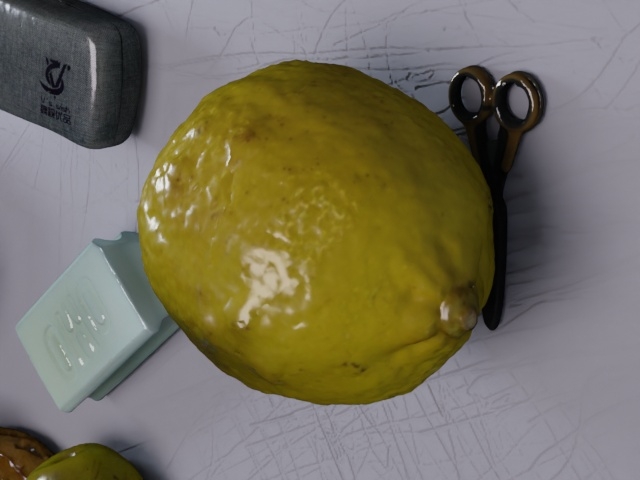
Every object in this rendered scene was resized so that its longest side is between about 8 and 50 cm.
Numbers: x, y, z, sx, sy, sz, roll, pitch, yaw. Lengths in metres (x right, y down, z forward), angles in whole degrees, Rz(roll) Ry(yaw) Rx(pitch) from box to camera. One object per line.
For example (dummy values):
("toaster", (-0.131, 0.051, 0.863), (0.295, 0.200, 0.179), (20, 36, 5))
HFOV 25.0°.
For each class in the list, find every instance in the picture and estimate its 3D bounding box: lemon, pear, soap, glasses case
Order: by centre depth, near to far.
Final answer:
("lemon", (0.000, 0.000, 1.142), (0.322, 0.268, 0.268), (44, 128, 34))
("glasses case", (-0.313, -0.201, 1.491), (0.323, 0.074, 0.131), (25, 120, 35))
("soap", (-0.231, 0.085, 1.513), (0.198, 0.066, 0.119), (-42, 76, 41))
("pear", (-0.251, 0.301, 1.544), (0.149, 0.149, 0.162), (-21, 84, 44))

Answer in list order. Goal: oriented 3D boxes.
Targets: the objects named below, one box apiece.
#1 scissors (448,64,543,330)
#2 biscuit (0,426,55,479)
("scissors", (0.140, -0.031, 1.174), (0.088, 0.017, 0.220), (13, 112, 38))
("biscuit", (-0.365, 0.363, 1.715), (0.296, 0.075, 0.296), (14, 111, 40))
